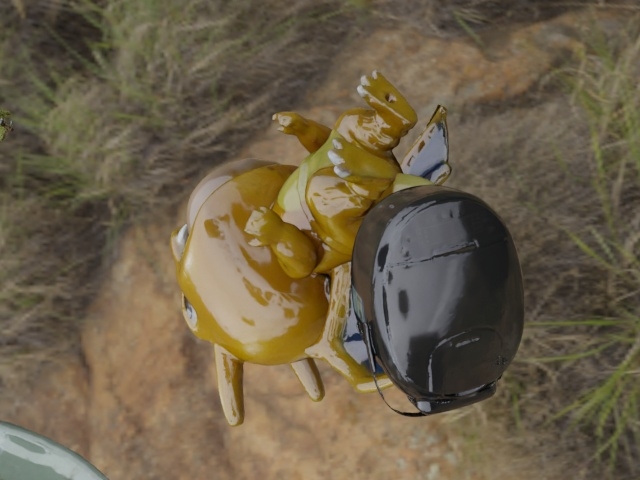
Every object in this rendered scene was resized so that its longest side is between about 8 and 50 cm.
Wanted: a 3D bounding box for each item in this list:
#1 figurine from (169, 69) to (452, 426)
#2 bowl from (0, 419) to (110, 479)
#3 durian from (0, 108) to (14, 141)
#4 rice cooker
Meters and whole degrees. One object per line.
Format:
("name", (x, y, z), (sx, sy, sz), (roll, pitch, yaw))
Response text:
("figurine", (-0.010, 0.022, 1.355), (0.387, 0.268, 0.401), (-45, 33, 40))
("bowl", (-0.265, 0.254, 0.773), (0.289, 0.289, 0.146), (40, 124, 37))
("durian", (-0.361, -0.033, 0.937), (0.394, 0.198, 0.163), (-21, 67, 55))
("rice cooker", (0.097, 0.050, 0.992), (0.118, 0.142, 0.203), (-138, 41, -62))
